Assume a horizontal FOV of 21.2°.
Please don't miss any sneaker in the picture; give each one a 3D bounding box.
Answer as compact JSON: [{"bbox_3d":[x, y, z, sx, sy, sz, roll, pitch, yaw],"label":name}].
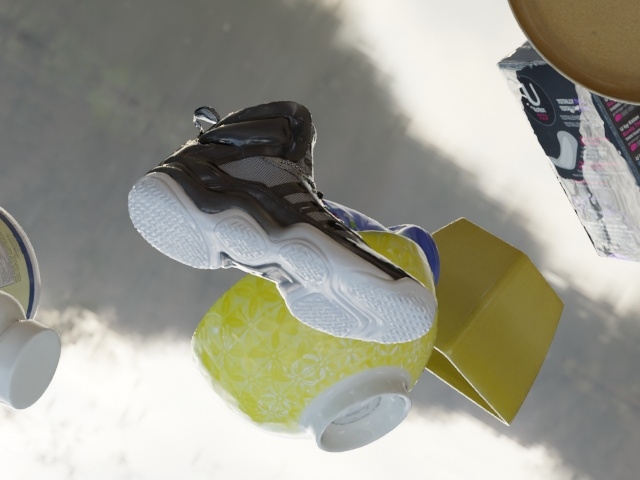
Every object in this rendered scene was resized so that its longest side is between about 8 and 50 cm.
[{"bbox_3d":[-0.012,-0.027,1.412,0.268,0.153,0.101,24,146,6],"label":"sneaker"}]

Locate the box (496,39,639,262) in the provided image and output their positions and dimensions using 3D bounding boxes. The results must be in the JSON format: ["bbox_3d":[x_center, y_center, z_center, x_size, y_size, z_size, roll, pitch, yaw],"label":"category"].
[{"bbox_3d":[0.343,-0.122,1.889,0.270,0.143,0.165,59,160,-19],"label":"box"}]

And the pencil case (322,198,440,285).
[{"bbox_3d":[0.000,0.000,2.081,0.306,0.119,0.133,20,-144,-34],"label":"pencil case"}]

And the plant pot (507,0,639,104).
[{"bbox_3d":[0.255,-0.219,1.362,0.236,0.236,0.032,31,169,1],"label":"plant pot"}]

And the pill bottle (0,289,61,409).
[{"bbox_3d":[-0.369,0.091,1.708,0.208,0.118,0.117,21,177,21],"label":"pill bottle"}]

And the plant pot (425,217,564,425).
[{"bbox_3d":[0.213,0.096,2.408,0.212,0.187,0.212,33,170,46],"label":"plant pot"}]

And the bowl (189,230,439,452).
[{"bbox_3d":[0.018,0.137,1.878,0.289,0.289,0.156,31,-153,-55],"label":"bowl"}]

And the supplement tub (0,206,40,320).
[{"bbox_3d":[-0.520,0.072,2.127,0.235,0.235,0.325,31,-162,12],"label":"supplement tub"}]
